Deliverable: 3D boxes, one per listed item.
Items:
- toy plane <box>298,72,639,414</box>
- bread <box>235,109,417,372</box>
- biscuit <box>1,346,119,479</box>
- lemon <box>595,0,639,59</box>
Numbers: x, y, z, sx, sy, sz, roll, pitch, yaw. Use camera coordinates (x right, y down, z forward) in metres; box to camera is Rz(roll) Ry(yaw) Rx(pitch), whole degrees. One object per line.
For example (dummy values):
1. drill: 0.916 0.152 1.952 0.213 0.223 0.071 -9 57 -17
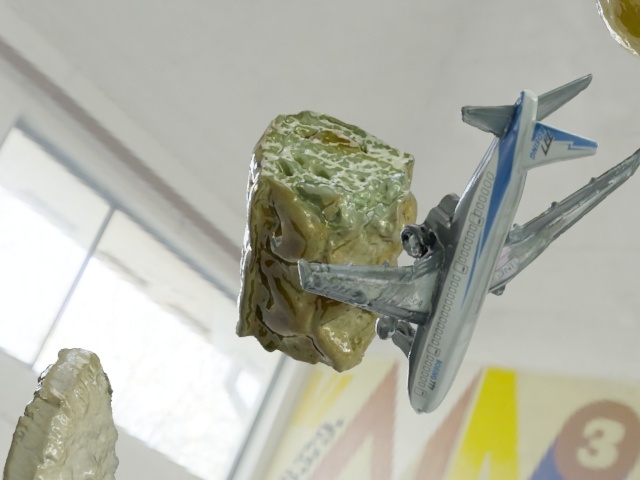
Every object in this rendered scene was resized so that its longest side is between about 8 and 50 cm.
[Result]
1. toy plane: 0.074 0.010 0.617 0.058 0.226 0.226 54 -36 26
2. bread: 0.000 0.004 1.414 0.238 0.196 0.252 26 -51 29
3. biscuit: -0.254 0.261 1.184 0.084 0.179 0.281 12 -59 10
4. lemon: 0.428 -0.279 1.305 0.263 0.236 0.236 25 -23 -10
